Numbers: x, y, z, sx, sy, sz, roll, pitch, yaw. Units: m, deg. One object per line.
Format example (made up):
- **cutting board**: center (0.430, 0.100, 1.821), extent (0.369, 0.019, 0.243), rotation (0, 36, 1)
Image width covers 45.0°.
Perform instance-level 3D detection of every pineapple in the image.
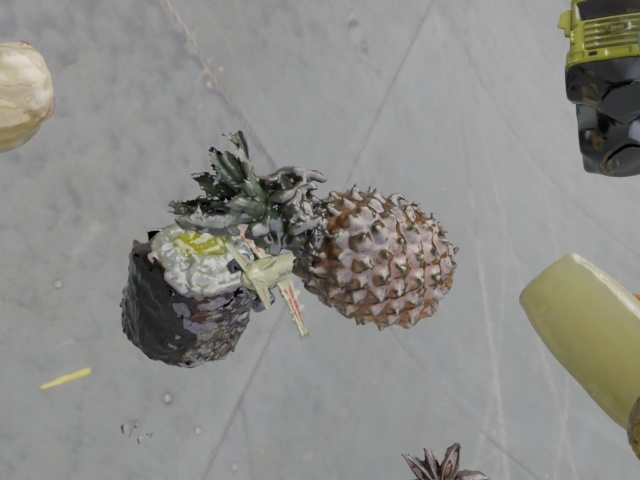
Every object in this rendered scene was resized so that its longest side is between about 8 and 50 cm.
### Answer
- **pineapple**: center (0.000, 0.000, 0.886), extent (0.361, 0.175, 0.175), rotation (16, 67, -36)

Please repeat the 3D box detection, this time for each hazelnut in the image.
- **hazelnut**: center (-0.698, -0.308, 1.632), extent (0.241, 0.261, 0.261), rotation (44, 41, -5)

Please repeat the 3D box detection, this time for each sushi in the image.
- **sushi**: center (-0.317, 0.123, 1.846), extent (0.299, 0.294, 0.281), rotation (-3, 44, -32)

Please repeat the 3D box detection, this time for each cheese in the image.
- **cheese**: center (0.405, 0.150, 1.020), extent (0.265, 0.124, 0.242), rotation (21, 23, -54)

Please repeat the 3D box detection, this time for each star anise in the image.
- **star anise**: center (0.233, 0.473, 1.517), extent (0.065, 0.182, 0.195), rotation (-63, 177, -70)

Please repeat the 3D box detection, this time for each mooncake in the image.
- **mooncake**: center (-0.382, 0.558, 1.877), extent (0.150, 0.057, 0.346), rotation (-100, 171, -71)

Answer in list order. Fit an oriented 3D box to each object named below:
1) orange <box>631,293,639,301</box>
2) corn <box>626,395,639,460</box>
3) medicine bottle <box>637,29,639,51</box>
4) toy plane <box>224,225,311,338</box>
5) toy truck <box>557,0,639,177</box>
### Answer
- **orange**: center (0.509, 0.171, 1.216), extent (0.155, 0.177, 0.177), rotation (-2, 82, -30)
- **corn**: center (0.377, 0.222, 0.650), extent (0.097, 0.262, 0.097), rotation (-25, 136, -28)
- **medicine bottle**: center (0.544, -0.236, 0.998), extent (0.124, 0.258, 0.079), rotation (34, 88, -46)
- **toy plane**: center (-0.081, 0.052, 1.237), extent (0.242, 0.104, 0.256), rotation (55, 2, 7)
- **toy truck**: center (0.530, -0.281, 1.352), extent (0.405, 0.181, 0.254), rotation (41, 48, -60)
